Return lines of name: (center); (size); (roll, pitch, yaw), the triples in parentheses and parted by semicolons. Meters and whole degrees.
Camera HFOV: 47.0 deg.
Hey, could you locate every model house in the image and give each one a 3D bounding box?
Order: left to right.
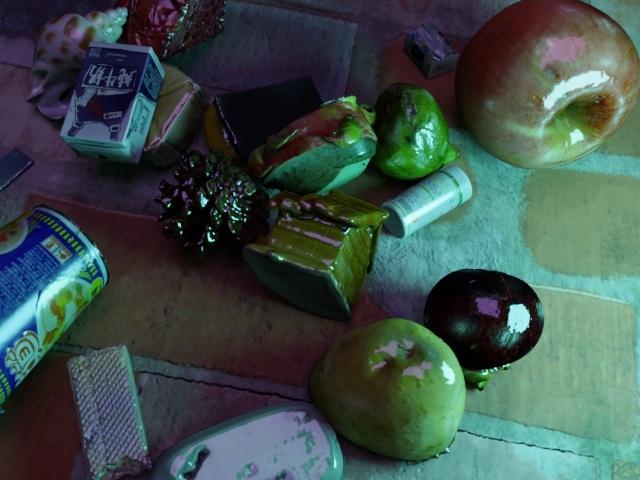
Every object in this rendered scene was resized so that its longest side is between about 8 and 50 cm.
model house: (-0.001, 0.001, 1.395); (0.200, 0.219, 0.229); (17, 59, 17)

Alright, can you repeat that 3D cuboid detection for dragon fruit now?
dragon fruit: (-0.315, -0.512, 1.653); (0.240, 0.302, 0.330); (31, 45, -26)
dragon fruit: (-0.001, -0.178, 1.470); (0.295, 0.268, 0.130); (-27, 77, -10)

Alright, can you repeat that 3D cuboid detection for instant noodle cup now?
instant noodle cup: (-0.540, 0.106, 1.261); (0.284, 0.284, 0.312); (32, 54, 13)

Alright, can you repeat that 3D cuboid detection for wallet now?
wallet: (-0.093, -0.265, 1.566); (0.285, 0.030, 0.146); (-24, 88, -41)

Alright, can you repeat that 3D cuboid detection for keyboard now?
keyboard: (-0.672, -0.120, 1.509); (0.055, 0.014, 0.176); (32, 62, 12)

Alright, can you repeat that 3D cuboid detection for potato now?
potato: (0.128, 0.239, 1.262); (0.285, 0.242, 0.242); (36, 63, 18)

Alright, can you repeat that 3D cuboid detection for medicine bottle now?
medicine bottle: (0.219, -0.081, 1.529); (0.183, 0.086, 0.086); (-30, 66, -20)

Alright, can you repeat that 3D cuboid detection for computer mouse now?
computer mouse: (-0.123, 0.391, 1.214); (0.331, 0.095, 0.197); (-18, 72, -20)

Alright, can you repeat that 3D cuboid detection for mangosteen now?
mangosteen: (0.288, 0.154, 1.335); (0.216, 0.216, 0.216); (2, 59, -4)

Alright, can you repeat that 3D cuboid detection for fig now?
fig: (0.220, -0.212, 1.560); (0.236, 0.203, 0.203); (16, 57, -21)

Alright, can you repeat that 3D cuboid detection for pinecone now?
pinecone: (-0.211, -0.065, 1.423); (0.202, 0.202, 0.228); (-24, 84, 7)

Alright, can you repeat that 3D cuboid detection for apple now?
apple: (0.466, -0.338, 1.556); (0.364, 0.363, 0.363); (2, 59, -4)

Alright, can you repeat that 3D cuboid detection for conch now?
conch: (-0.519, -0.394, 1.580); (0.183, 0.275, 0.148); (44, 24, -7)

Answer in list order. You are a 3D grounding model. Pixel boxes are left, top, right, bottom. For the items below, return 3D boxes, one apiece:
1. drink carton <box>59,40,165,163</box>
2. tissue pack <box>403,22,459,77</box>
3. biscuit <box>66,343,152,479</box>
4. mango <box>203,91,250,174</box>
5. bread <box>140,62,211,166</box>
drink carton: (-0.408, -0.270, 1.454); (0.134, 0.102, 0.222); (8, 71, 7)
tissue pack: (0.267, -0.462, 1.762); (0.085, 0.079, 0.111); (-24, 65, -18)
biscuit: (-0.363, 0.301, 1.263); (0.108, 0.061, 0.238); (-15, 61, -11)
mango: (-0.178, -0.227, 1.571); (0.137, 0.098, 0.195); (-7, 68, -24)
bread: (-0.358, -0.268, 1.558); (0.192, 0.109, 0.209); (21, 72, 12)
